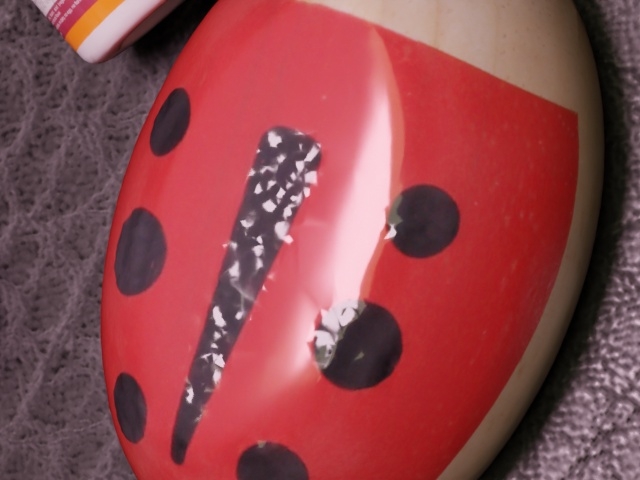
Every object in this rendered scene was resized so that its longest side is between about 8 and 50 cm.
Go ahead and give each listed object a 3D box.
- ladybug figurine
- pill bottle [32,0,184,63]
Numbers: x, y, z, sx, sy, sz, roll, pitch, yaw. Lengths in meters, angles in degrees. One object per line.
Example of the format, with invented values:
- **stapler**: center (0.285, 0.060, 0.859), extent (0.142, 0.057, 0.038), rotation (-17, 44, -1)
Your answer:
- **ladybug figurine**: center (0.000, 0.000, 1.137), extent (0.305, 0.162, 0.449), rotation (19, 94, 24)
- **pill bottle**: center (-0.175, -0.233, 1.222), extent (0.121, 0.121, 0.221), rotation (-39, 93, 17)
